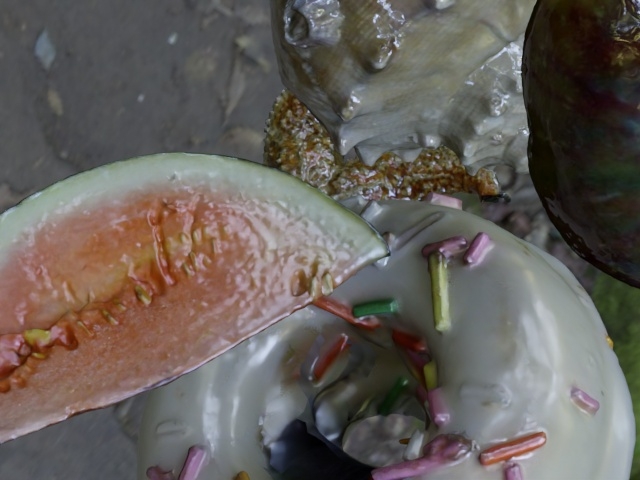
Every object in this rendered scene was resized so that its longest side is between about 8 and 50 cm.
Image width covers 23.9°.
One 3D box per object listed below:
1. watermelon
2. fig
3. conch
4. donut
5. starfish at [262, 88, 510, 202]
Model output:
[{"bbox_3d":[-0.127,0.021,0.909,0.303,0.159,0.128,-23,97,-10],"label":"watermelon"},{"bbox_3d":[0.134,-0.074,0.640,0.149,0.245,0.149,-2,113,-5],"label":"fig"},{"bbox_3d":[0.066,-0.181,0.898,0.324,0.263,0.186,49,23,-12],"label":"conch"},{"bbox_3d":[0.026,0.134,1.061,0.142,0.382,0.383,46,51,-47],"label":"donut"},{"bbox_3d":[-0.001,0.002,1.379,0.303,0.113,0.312,44,99,22],"label":"starfish"}]
